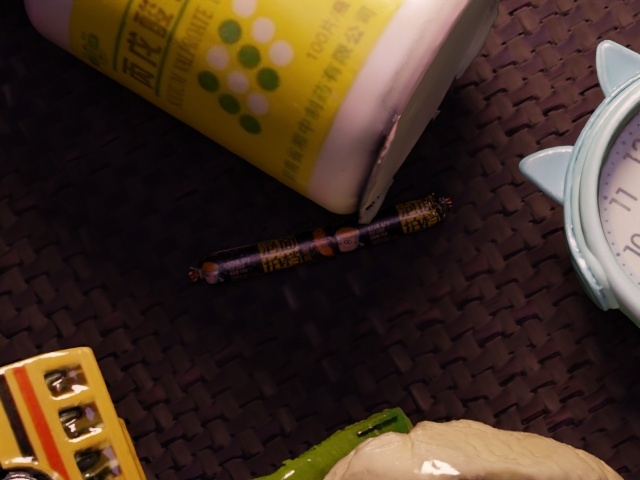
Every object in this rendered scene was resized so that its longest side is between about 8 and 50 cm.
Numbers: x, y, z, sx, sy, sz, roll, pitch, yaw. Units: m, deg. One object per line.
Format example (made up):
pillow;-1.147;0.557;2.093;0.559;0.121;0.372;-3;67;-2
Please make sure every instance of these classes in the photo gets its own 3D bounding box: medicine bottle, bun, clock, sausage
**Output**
medicine bottle;-0.077;-0.194;1.350;0.379;0.213;0.213;31;84;8
bun;0.101;0.211;1.287;0.244;0.153;0.244;-8;118;-15
clock;0.283;-0.023;1.364;0.274;0.094;0.223;35;84;10
sausage;0.000;0.000;1.408;0.198;0.025;0.028;-15;125;0

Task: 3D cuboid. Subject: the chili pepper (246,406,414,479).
chili pepper;-0.087;0.189;1.277;0.359;0.076;0.085;-13;120;-30

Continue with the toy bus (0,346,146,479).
toy bus;-0.156;0.245;1.330;0.123;0.121;0.335;-19;80;-22
